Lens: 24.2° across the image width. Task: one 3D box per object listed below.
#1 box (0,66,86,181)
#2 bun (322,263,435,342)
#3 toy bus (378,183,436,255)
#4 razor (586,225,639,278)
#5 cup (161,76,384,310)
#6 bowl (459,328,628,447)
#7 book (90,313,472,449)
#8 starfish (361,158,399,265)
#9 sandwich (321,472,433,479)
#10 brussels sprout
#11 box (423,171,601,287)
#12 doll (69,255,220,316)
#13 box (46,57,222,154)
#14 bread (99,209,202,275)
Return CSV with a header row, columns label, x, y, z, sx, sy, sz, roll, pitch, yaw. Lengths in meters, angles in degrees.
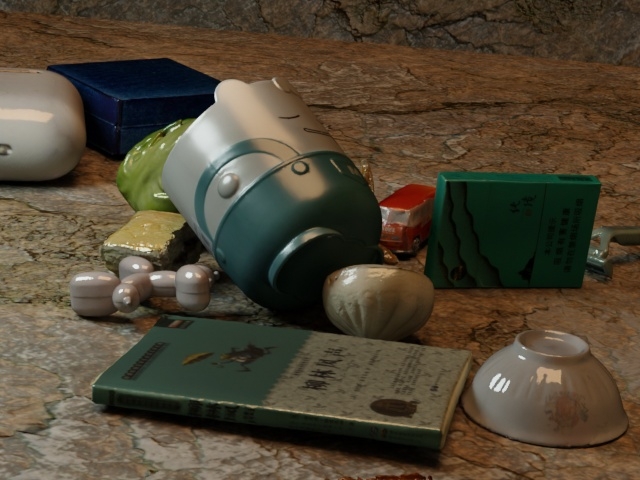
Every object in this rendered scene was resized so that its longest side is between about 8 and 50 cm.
label,x,y,z,sx,sy,sz,roll,pitch,yaw
box,-0.530,-0.194,2.435,0.288,0.141,0.349,0,18,-11
bun,0.070,0.088,1.801,0.138,0.094,0.138,2,-18,1
toy bus,0.127,-0.032,2.205,0.079,0.077,0.174,11,18,21
razor,0.472,-0.002,2.235,0.278,0.056,0.111,-11,22,-39
cup,-0.039,-0.044,1.931,0.258,0.219,0.289,52,18,29
bowl,0.252,0.151,1.652,0.189,0.086,0.189,5,17,-1
book,-0.033,0.150,1.650,0.379,0.031,0.264,6,15,10
starfish,-0.004,-0.034,2.103,0.235,0.062,0.277,-25,60,-29
sandwich,0.065,0.260,1.292,0.235,0.079,0.159,3,7,-19
brussels sprout,-0.180,-0.092,2.133,0.223,0.161,0.223,-20,-2,-1
box,0.261,-0.013,2.041,0.226,0.161,0.042,1,22,-14
doll,-0.206,0.057,1.838,0.160,0.059,0.161,6,15,34
box,-0.318,-0.242,2.682,0.261,0.116,0.279,-7,20,-35
bread,-0.220,0.013,1.974,0.106,0.082,0.125,1,25,23
